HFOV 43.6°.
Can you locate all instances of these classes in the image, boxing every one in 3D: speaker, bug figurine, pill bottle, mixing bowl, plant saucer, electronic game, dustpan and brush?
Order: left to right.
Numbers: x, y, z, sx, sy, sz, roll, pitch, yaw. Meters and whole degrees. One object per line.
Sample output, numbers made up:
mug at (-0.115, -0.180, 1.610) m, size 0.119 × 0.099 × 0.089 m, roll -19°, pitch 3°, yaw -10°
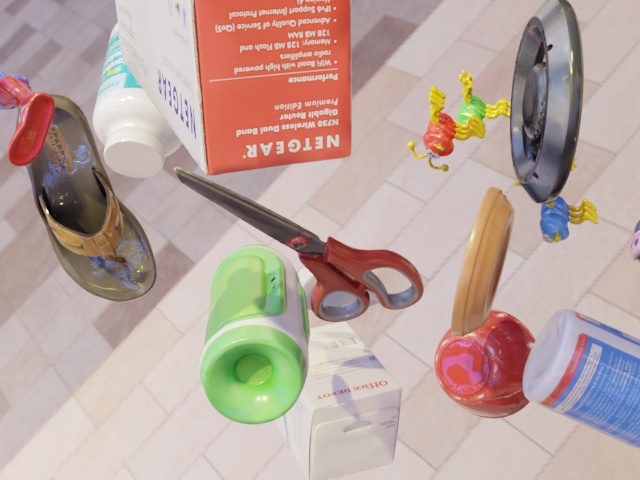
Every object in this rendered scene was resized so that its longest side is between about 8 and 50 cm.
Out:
pill bottle at (-0.284, -0.232, 1.296) m, size 0.146 × 0.146 × 0.264 m, roll -16°, pitch 53°, yaw 22°
speaker at (-0.082, 0.104, 1.008) m, size 0.131 × 0.131 × 0.296 m, roll -32°, pitch 19°, yaw 8°
dustpan and brush at (-0.007, 0.083, 1.304) m, size 0.211 × 0.147 × 0.060 m, roll -31°, pitch 46°, yaw 38°
mixing bowl at (0.252, 0.200, 1.290) m, size 0.181 × 0.098 × 0.181 m, roll -4°, pitch 82°, yaw 36°
plant saucer at (0.214, 0.031, 1.036) m, size 0.037 × 0.200 × 0.200 m, roll 14°, pitch 64°, yaw 18°
bug figurine at (0.247, -0.113, 1.089) m, size 0.072 × 0.279 × 0.216 m, roll -50°, pitch 8°, yaw 37°
electronic game at (0.255, -0.155, 0.905) m, size 0.048 × 0.229 × 0.229 m, roll 1°, pitch 53°, yaw 1°
pill bottle at (0.370, 0.180, 0.966) m, size 0.221 × 0.124 × 0.124 m, roll 24°, pitch 67°, yaw 2°

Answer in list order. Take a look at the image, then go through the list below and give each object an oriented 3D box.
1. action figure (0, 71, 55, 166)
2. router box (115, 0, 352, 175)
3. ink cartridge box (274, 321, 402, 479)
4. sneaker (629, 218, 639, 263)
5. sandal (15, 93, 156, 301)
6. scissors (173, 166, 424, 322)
action figure at (-0.288, -0.091, 0.582) m, size 0.139 × 0.091 × 0.280 m, roll -58°, pitch 38°, yaw 4°
router box at (-0.077, -0.233, 0.489) m, size 0.082 × 0.301 × 0.335 m, roll -9°, pitch 24°, yaw -18°
ink cartridge box at (0.016, 0.287, 1.452) m, size 0.171 × 0.168 × 0.233 m, roll -8°, pitch 28°, yaw -21°
sneaker at (0.564, 0.089, 1.129) m, size 0.319 × 0.112 × 0.131 m, roll 43°, pitch 48°, yaw 12°
sandal at (-0.222, -0.032, 0.764) m, size 0.090 × 0.219 × 0.060 m, roll -21°, pitch 24°, yaw -15°
scissors at (0.000, 0.000, 0.663) m, size 0.109 × 0.297 × 0.021 m, roll -18°, pitch 55°, yaw 17°
